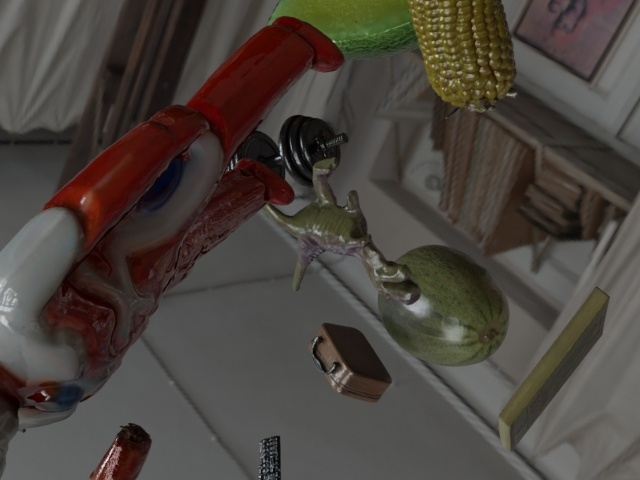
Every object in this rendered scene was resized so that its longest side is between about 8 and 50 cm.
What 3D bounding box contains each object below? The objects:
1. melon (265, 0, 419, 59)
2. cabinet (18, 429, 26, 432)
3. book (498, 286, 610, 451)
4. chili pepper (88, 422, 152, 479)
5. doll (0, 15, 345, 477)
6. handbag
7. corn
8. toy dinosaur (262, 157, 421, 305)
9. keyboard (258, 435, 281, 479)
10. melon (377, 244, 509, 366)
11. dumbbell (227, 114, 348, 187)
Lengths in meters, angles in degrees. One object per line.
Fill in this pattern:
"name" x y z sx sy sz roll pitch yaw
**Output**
"melon" 0.097 -0.314 1.247 0.323 0.124 0.196 6 -163 42
"cabinet" -0.721 0.329 1.789 0.215 0.148 0.175 6 -161 40
"book" 0.327 0.185 1.278 0.026 0.231 0.161 35 167 25
"chili pepper" -0.316 0.355 1.433 0.070 0.123 0.073 24 -167 -26
"doll" -0.120 0.021 0.478 0.099 0.188 0.384 35 -129 12
"handbag" 0.061 0.270 2.029 0.151 0.072 0.193 17 -153 -38
"corn" 0.137 -0.281 0.990 0.106 0.305 0.106 -18 -149 11
"toy dinosaur" -0.002 0.003 1.081 0.251 0.200 0.072 -4 -144 43
"keyboard" -0.090 0.447 1.622 0.018 0.060 0.195 15 -120 -34
"melon" 0.260 0.141 1.931 0.248 0.248 0.329 10 -170 -27
"dumbbell" -0.049 -0.109 1.209 0.099 0.208 0.099 21 -117 -48
